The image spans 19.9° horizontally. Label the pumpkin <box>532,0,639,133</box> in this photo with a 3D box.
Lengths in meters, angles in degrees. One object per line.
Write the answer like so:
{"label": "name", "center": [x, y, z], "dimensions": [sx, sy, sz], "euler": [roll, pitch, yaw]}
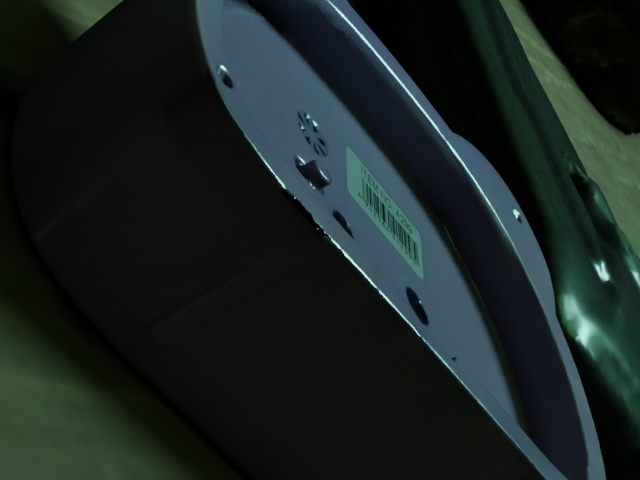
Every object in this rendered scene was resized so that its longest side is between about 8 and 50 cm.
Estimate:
{"label": "pumpkin", "center": [0.176, -0.194, 0.973], "dimensions": [0.222, 0.139, 0.317], "euler": [39, 26, -40]}

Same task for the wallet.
{"label": "wallet", "center": [0.075, -0.004, 0.594], "dimensions": [0.168, 0.052, 0.245], "euler": [51, 19, -35]}

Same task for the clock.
{"label": "clock", "center": [0.000, 0.000, 0.395], "dimensions": [0.152, 0.050, 0.110], "euler": [48, 23, -32]}
